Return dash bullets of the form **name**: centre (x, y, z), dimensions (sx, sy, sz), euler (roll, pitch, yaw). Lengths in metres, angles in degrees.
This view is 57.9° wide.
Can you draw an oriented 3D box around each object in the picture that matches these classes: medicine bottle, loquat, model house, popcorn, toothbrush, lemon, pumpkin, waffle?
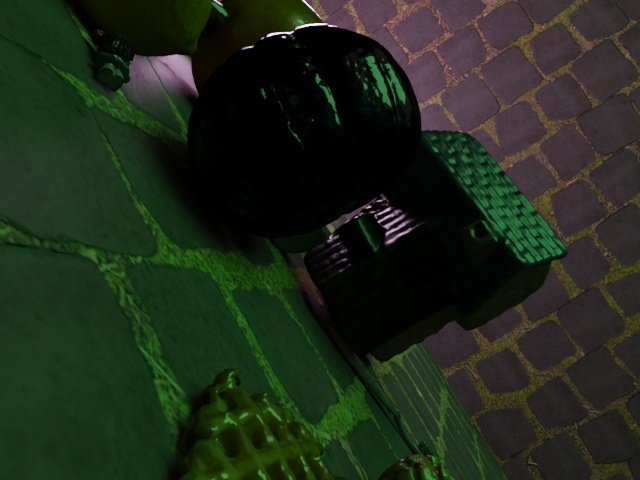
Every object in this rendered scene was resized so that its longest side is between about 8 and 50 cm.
- **medicine bottle**: centre (-0.063, -0.060, 1.176), dimensions (0.105, 0.105, 0.168), euler (52, 9, -36)
- **loquat**: centre (-0.141, -0.399, 1.257), dimensions (0.359, 0.328, 0.328), euler (35, 22, -51)
- **model house**: centre (0.197, -0.001, 1.175), dimensions (0.395, 0.445, 0.400), euler (60, 3, 19)
- **popcorn**: centre (0.130, 0.339, 0.757), dimensions (0.121, 0.116, 0.106), euler (109, -25, -43)
- **toothbrush**: centre (0.122, 0.307, 1.129), dimensions (0.375, 0.037, 0.028), euler (53, 5, -12)
- **lemon**: centre (-0.272, -0.387, 0.878), dimensions (0.257, 0.188, 0.188), euler (47, 12, -38)
- **pumpkin**: centre (-0.023, -0.161, 0.886), dimensions (0.266, 0.363, 0.363), euler (66, 9, 9)
- **waffle**: centre (-0.017, 0.237, 0.448), dimensions (0.291, 0.051, 0.291), euler (53, 9, -11)

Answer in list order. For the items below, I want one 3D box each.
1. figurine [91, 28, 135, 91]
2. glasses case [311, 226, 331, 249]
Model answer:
- **figurine**: centre (-0.281, -0.243, 0.773), dimensions (0.059, 0.047, 0.106), euler (17, 37, -28)
- **glasses case**: centre (0.000, 0.000, 1.469), dimensions (0.283, 0.067, 0.109), euler (58, 2, -5)
